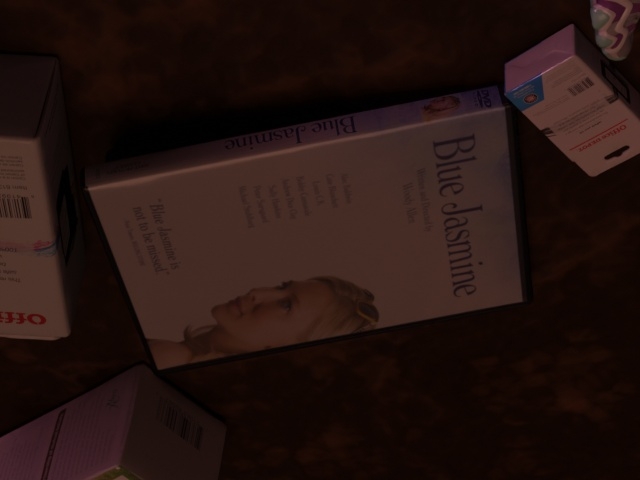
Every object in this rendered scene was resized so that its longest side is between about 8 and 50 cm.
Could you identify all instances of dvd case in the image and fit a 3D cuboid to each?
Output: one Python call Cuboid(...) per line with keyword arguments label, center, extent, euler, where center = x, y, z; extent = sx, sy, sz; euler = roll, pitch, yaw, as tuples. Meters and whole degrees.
Cuboid(label="dvd case", center=(0.000, 0.000, 0.922), extent=(0.253, 0.022, 0.180), euler=(-11, 136, 2))

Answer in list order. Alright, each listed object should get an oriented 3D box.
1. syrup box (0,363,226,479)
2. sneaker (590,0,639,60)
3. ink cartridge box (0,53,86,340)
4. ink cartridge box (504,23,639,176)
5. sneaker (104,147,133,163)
Cuboid(label="syrup box", center=(-0.190, 0.191, 1.126), extent=(0.237, 0.096, 0.093), euler=(-28, 127, 31))
Cuboid(label="sneaker", center=(0.171, -0.135, 0.776), extent=(0.069, 0.038, 0.098), euler=(-7, 137, 15))
Cuboid(label="ink cartridge box", center=(-0.215, -0.025, 0.909), extent=(0.127, 0.072, 0.175), euler=(3, 138, 1))
Cuboid(label="ink cartridge box", center=(0.147, -0.077, 0.850), extent=(0.048, 0.028, 0.083), euler=(-29, 128, 32))
Cuboid(label="sneaker", center=(-0.118, -0.027, 0.930), extent=(0.031, 0.035, 0.083), euler=(0, 153, -4))
